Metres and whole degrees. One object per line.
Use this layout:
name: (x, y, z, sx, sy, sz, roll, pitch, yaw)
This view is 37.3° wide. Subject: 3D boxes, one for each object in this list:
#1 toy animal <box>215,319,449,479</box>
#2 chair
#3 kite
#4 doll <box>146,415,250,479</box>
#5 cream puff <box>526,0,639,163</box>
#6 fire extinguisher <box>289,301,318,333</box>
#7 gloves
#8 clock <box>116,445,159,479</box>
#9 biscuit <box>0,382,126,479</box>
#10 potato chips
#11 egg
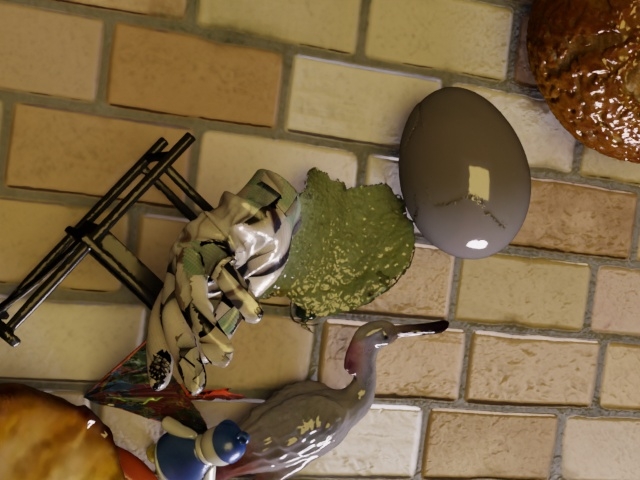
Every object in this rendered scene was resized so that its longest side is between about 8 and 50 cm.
toy animal: (-0.006, 0.204, 1.075, 0.195, 0.090, 0.324, 20, 98, -25)
chair: (-0.195, 0.026, 0.959, 0.141, 0.154, 0.260, 45, 78, -17)
kite: (-0.168, 0.161, 0.994, 0.189, 0.232, 0.009, -3, 54, 16)
doll: (-0.129, 0.225, 1.014, 0.098, 0.143, 0.057, 59, 35, -9)
cream puff: (0.394, -0.237, 1.116, 0.303, 0.212, 0.302, -1, 95, -15)
fire extinguisher: (-0.016, 0.065, 1.093, 0.038, 0.025, 0.083, 8, 93, -18)
gloves: (-0.098, 0.039, 0.864, 0.111, 0.127, 0.212, 46, 66, -8)
clock: (-0.262, 0.314, 1.014, 0.205, 0.051, 0.205, -1, 94, -19)
biscuit: (-0.299, 0.277, 0.864, 0.296, 0.102, 0.296, 24, 61, -52)
potato chips: (0.003, 0.001, 1.053, 0.228, 0.059, 0.167, 7, 87, -32)
egg: (0.162, -0.076, 1.080, 0.147, 0.146, 0.198, -17, 87, -18)
